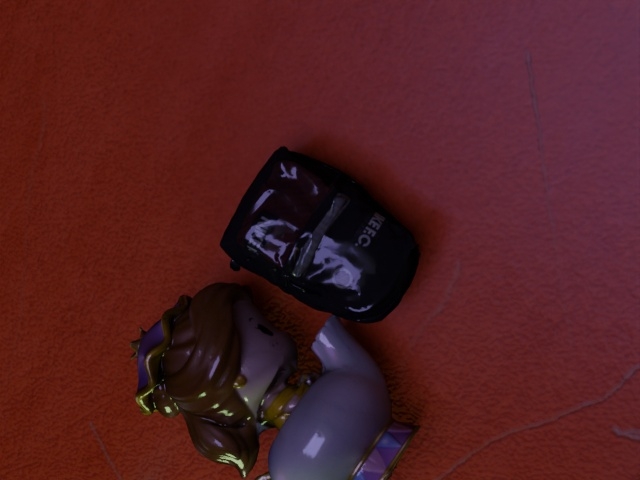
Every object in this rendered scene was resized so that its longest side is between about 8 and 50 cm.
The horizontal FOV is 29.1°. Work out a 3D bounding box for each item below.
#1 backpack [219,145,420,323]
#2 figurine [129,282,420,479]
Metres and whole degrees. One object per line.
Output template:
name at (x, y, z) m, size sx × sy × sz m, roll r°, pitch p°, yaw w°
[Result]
backpack at (0.003, -0.002, 1.065) m, size 0.165 × 0.106 × 0.120 m, roll 25°, pitch 86°, yaw 15°
figurine at (-0.048, 0.137, 1.100) m, size 0.263 × 0.142 × 0.189 m, roll 32°, pitch 90°, yaw 9°
